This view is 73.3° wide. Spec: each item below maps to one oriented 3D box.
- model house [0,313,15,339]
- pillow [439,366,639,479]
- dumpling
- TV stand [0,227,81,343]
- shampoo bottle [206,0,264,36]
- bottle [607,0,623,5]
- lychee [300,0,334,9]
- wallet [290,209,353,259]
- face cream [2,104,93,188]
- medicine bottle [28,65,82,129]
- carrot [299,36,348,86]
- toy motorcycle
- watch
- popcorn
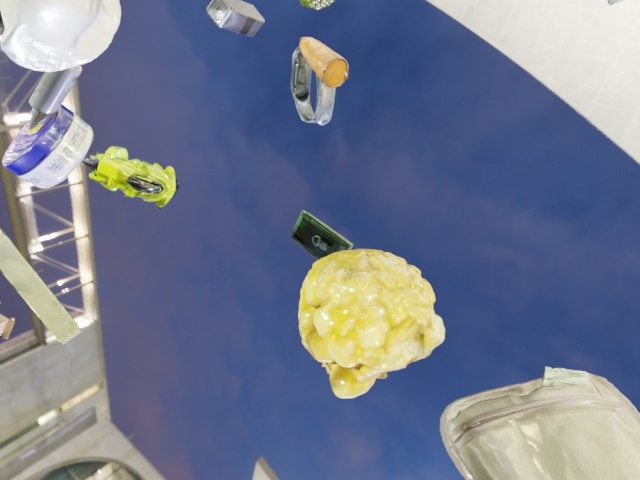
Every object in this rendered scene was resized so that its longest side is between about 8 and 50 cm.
[{"bbox_3d":[-0.867,0.201,0.940,0.326,0.169,0.244,29,-82,3],"label":"model house"},{"bbox_3d":[0.155,0.162,0.231,0.131,0.232,0.038,-16,-63,3],"label":"pillow"},{"bbox_3d":[-0.366,-0.360,0.614,0.126,0.166,0.215,1,-85,30],"label":"dumpling"},{"bbox_3d":[-0.464,0.057,0.673,0.042,0.036,0.249,0,-57,57],"label":"TV stand"},{"bbox_3d":[-0.270,-0.746,1.436,0.080,0.246,0.079,-38,-91,28],"label":"shampoo bottle"},{"bbox_3d":[0.314,-0.367,0.461,0.072,0.072,0.201,-20,-83,42],"label":"bottle"},{"bbox_3d":[-0.002,-0.443,0.675,0.114,0.114,0.146,21,-73,30],"label":"lychee"},{"bbox_3d":[-0.001,0.001,1.654,0.236,0.055,0.160,34,-46,7],"label":"wallet"},{"bbox_3d":[-0.673,-0.234,1.074,0.206,0.205,0.111,6,-25,36],"label":"face cream"},{"bbox_3d":[-0.615,-0.327,0.975,0.199,0.058,0.057,-43,-100,21],"label":"medicine bottle"},{"bbox_3d":[-0.007,-0.446,1.034,0.205,0.072,0.072,57,-43,35],"label":"carrot"},{"bbox_3d":[-0.574,-0.198,1.335,0.343,0.206,0.142,22,-93,30],"label":"toy motorcycle"},{"bbox_3d":[-0.021,-0.437,1.200,0.193,0.069,0.206,57,-32,36],"label":"watch"},{"bbox_3d":[0.116,0.174,1.090,0.345,0.390,0.354,-18,-47,11],"label":"popcorn"}]
